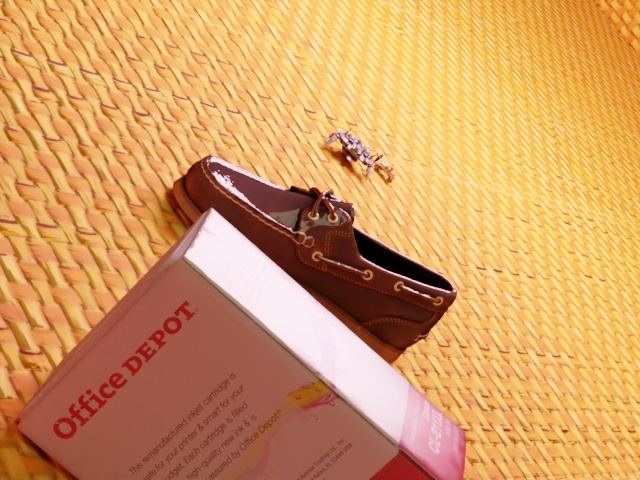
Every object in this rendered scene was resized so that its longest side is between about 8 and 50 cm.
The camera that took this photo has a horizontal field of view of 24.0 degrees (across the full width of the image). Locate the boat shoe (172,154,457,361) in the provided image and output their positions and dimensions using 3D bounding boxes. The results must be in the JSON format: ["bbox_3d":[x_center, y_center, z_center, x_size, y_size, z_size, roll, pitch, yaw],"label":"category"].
[{"bbox_3d":[0.000,0.000,1.008,0.207,0.073,0.073,34,27,-24],"label":"boat shoe"}]

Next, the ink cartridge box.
[{"bbox_3d":[-0.035,0.090,0.726,0.175,0.127,0.072,43,22,-9],"label":"ink cartridge box"}]

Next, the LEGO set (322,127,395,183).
[{"bbox_3d":[0.036,-0.075,1.249,0.054,0.023,0.083,53,24,17],"label":"LEGO set"}]

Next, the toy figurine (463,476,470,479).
[{"bbox_3d":[0.059,0.210,0.714,0.173,0.130,0.159,53,33,7],"label":"toy figurine"}]
